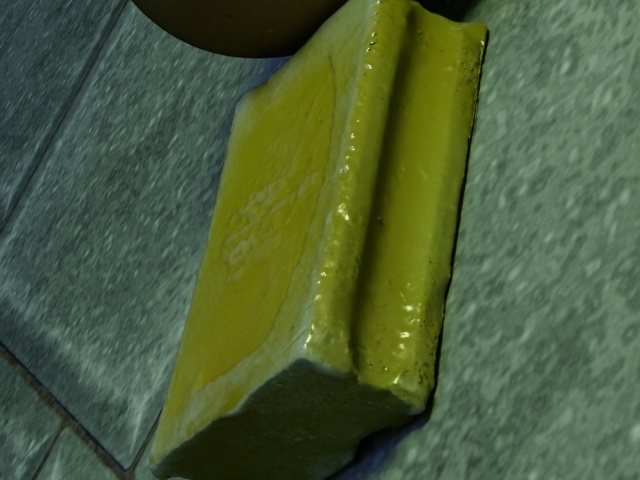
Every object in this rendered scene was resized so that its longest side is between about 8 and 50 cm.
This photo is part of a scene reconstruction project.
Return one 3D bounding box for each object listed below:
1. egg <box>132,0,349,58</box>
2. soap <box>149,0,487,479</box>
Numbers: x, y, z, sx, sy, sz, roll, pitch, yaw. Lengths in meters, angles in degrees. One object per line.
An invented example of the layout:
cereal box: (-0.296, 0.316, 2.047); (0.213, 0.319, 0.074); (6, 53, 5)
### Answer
egg: (-0.014, -0.300, 1.302); (0.374, 0.301, 0.301); (-50, 24, 31)
soap: (0.000, 0.000, 1.192); (0.199, 0.091, 0.315); (-36, 33, 45)
